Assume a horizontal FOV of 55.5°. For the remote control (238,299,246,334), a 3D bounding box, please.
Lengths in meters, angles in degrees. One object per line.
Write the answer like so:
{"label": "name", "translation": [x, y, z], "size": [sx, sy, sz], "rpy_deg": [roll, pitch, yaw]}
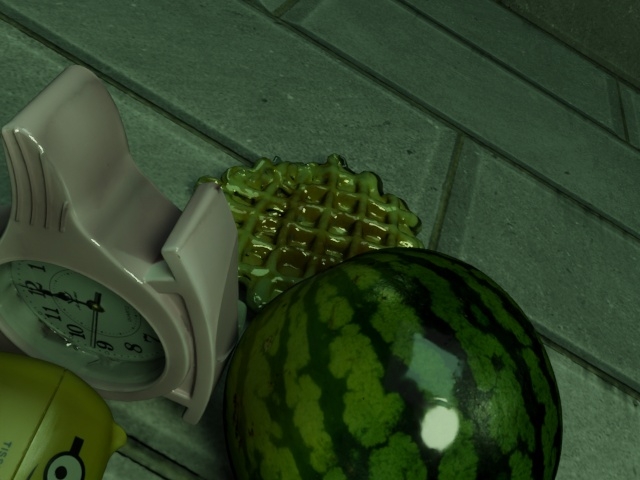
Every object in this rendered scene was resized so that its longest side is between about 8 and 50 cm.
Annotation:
{"label": "remote control", "translation": [-0.189, 0.053, 0.624], "size": [0.230, 0.049, 0.090], "rpy_deg": [26, 22, -7]}

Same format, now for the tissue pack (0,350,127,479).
{"label": "tissue pack", "translation": [-0.224, 0.179, 0.426], "size": [0.127, 0.123, 0.178], "rpy_deg": [29, 48, -18]}

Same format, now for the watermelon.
{"label": "watermelon", "translation": [0.056, 0.145, 0.526], "size": [0.285, 0.285, 0.285], "rpy_deg": [18, 43, -17]}

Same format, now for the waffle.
{"label": "waffle", "translation": [0.000, 0.000, 0.786], "size": [0.317, 0.073, 0.297], "rpy_deg": [-18, 57, -35]}

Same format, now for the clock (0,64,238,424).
{"label": "clock", "translation": [-0.199, 0.009, 0.471], "size": [0.275, 0.290, 0.080], "rpy_deg": [15, 43, 4]}
